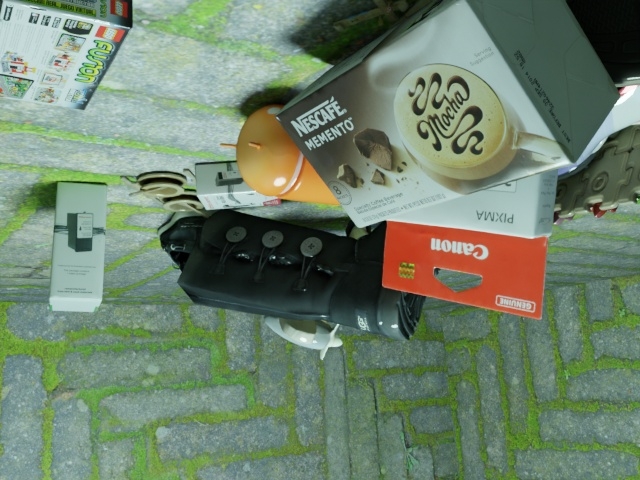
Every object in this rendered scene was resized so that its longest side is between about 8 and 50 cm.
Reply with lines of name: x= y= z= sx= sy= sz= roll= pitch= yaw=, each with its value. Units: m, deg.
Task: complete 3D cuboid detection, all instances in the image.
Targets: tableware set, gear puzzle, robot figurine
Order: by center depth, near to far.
gear puzzle: x=0.418 y=-0.113 z=0.869 sx=0.044 sy=0.175 sz=0.339 roll=24 pitch=167 yaw=-17
robot figurine: x=-0.019 y=-0.116 z=0.926 sx=0.219 sy=0.158 sz=0.128 roll=5 pitch=137 yaw=-33
tableware set: x=-0.267 y=-0.077 z=1.228 sx=0.128 sy=0.039 sz=0.194 roll=-6 pitch=168 yaw=8

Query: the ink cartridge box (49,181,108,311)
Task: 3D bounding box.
ink cartridge box: x=-0.432 y=0.014 z=1.212 sx=0.087 sy=0.208 sz=0.153 roll=4 pitch=165 yaw=-20

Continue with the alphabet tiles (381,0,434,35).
alphabet tiles: x=0.161 y=-0.169 z=0.788 sx=0.237 sy=0.009 sz=0.198 roll=27 pitch=156 yaw=-17

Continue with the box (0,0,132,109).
box: x=-0.276 y=-0.196 z=0.696 sx=0.114 sy=0.036 sz=0.207 roll=4 pitch=165 yaw=-31

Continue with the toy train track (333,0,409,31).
toy train track: x=0.051 y=-0.227 z=0.694 sx=0.083 sy=0.014 sz=0.048 roll=-8 pitch=160 yaw=31

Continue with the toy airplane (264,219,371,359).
toy airplane: x=-0.055 y=0.107 z=1.505 sx=0.384 sy=0.272 sz=0.386 roll=13 pitch=-154 yaw=36

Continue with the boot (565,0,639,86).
boot: x=0.442 y=-0.207 z=0.648 sx=0.377 sy=0.138 sz=0.284 roll=-19 pitch=161 yaw=32

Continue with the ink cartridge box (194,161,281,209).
ink cartridge box: x=-0.138 y=-0.093 z=1.154 sx=0.135 sy=0.056 sz=0.099 roll=-4 pitch=168 yaw=0

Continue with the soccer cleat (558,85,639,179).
soccer cleat: x=0.337 y=-0.168 z=0.882 sx=0.116 sy=0.108 sz=0.318 roll=14 pitch=161 yaw=-18

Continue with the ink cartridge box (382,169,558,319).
ink cartridge box: x=0.187 y=-0.026 z=0.966 sx=0.275 sy=0.238 sz=0.060 roll=9 pitch=-172 yaw=41

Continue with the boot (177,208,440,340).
boot: x=-0.001 y=0.001 z=1.285 sx=0.445 sy=0.367 sz=0.146 roll=5 pitch=132 yaw=29

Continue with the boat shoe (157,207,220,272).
boat shoe: x=-0.284 y=0.020 z=1.491 sx=0.127 sy=0.113 sz=0.340 roll=2 pitch=167 yaw=-24

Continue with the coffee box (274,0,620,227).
coffee box: x=0.109 y=-0.134 z=0.680 sx=0.119 sy=0.168 sz=0.297 roll=-47 pitch=-162 yaw=-31
